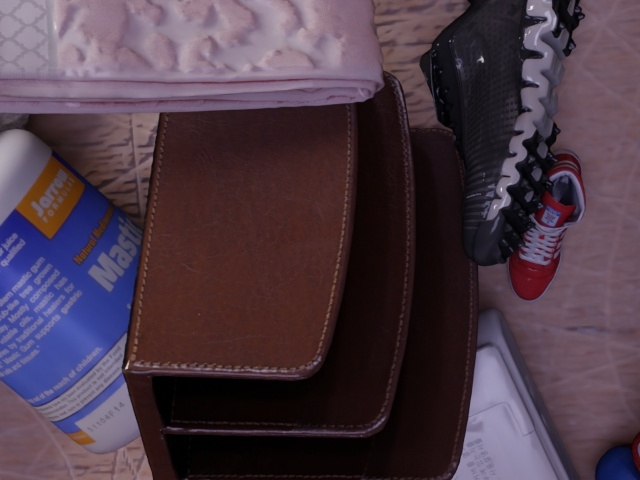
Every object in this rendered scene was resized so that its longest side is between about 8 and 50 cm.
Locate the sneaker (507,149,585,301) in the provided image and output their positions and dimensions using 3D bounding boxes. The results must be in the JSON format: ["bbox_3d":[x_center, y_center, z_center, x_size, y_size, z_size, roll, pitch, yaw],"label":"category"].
[{"bbox_3d":[0.166,-0.005,1.239,0.042,0.067,0.118,14,104,2],"label":"sneaker"}]

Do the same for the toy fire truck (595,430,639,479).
[{"bbox_3d":[0.320,0.222,1.207,0.254,0.169,0.302,51,147,16],"label":"toy fire truck"}]

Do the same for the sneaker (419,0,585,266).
[{"bbox_3d":[0.117,-0.096,1.194,0.106,0.078,0.234,8,77,22],"label":"sneaker"}]

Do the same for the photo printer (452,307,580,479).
[{"bbox_3d":[0.047,0.223,1.285,0.307,0.107,0.256,-25,100,11],"label":"photo printer"}]

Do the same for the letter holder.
[{"bbox_3d":[0.000,0.000,1.125,0.214,0.302,0.152,1,144,4],"label":"letter holder"}]

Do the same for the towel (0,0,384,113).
[{"bbox_3d":[-0.130,-0.242,1.089,0.316,0.053,0.332,-3,73,-18],"label":"towel"}]

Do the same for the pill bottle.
[{"bbox_3d":[-0.213,0.017,1.215,0.152,0.152,0.272,-43,108,13],"label":"pill bottle"}]

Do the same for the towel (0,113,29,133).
[{"bbox_3d":[-0.275,-0.195,1.191,0.187,0.049,0.282,8,121,-16],"label":"towel"}]
